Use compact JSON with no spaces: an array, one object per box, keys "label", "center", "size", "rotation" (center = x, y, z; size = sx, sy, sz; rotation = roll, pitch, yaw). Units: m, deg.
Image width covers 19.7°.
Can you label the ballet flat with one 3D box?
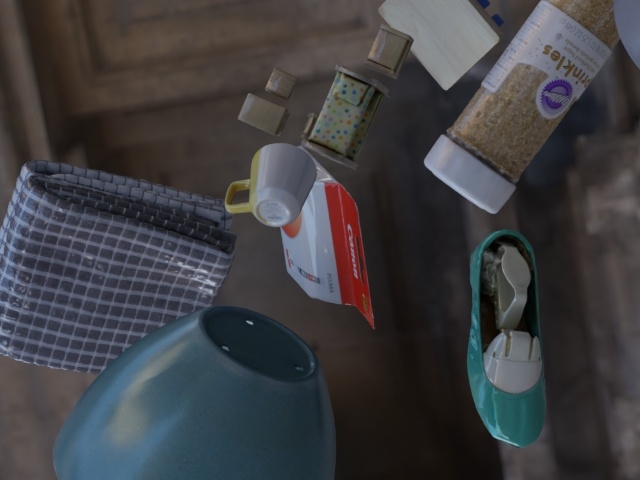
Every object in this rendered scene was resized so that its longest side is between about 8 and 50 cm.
[{"label":"ballet flat","center":[0.199,0.096,1.975],"size":[0.087,0.083,0.247],"rotation":[101,167,-61]}]

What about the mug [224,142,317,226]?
[{"label":"mug","center":[-0.043,-0.042,1.703],"size":[0.062,0.078,0.064],"rotation":[34,-141,-19]}]

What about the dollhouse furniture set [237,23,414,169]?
[{"label":"dollhouse furniture set","center":[0.001,-0.205,2.297],"size":[0.182,0.161,0.101],"rotation":[-66,-13,1]}]

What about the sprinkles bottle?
[{"label":"sprinkles bottle","center":[0.282,-0.209,2.411],"size":[0.121,0.355,0.121],"rotation":[35,-174,-4]}]

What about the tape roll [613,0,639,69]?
[{"label":"tape roll","center":[0.406,-0.227,1.838],"size":[0.072,0.219,0.219],"rotation":[119,152,-53]}]

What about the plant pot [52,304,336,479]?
[{"label":"plant pot","center":[-0.099,0.182,1.864],"size":[0.290,0.290,0.195],"rotation":[-79,14,-68]}]

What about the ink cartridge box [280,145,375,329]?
[{"label":"ink cartridge box","center":[0.000,0.000,1.893],"size":[0.179,0.045,0.145],"rotation":[-127,25,-61]}]

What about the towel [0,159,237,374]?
[{"label":"towel","center":[-0.256,0.048,2.238],"size":[0.121,0.283,0.235],"rotation":[-112,40,-62]}]

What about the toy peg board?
[{"label":"toy peg board","center":[0.195,-0.336,2.723],"size":[0.161,0.160,0.079],"rotation":[50,-127,2]}]
